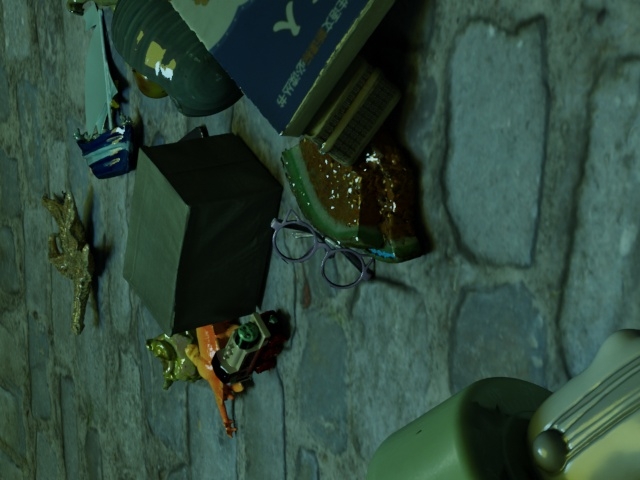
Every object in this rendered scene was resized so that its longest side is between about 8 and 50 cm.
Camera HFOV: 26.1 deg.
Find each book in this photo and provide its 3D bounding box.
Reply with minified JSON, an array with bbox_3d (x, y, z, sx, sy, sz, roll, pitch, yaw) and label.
[{"bbox_3d":[-0.056,-0.352,1.579,0.300,0.039,0.428,-55,49,19],"label":"book"}]

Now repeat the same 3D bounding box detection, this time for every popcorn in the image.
[{"bbox_3d":[-0.222,0.180,2.183,0.097,0.089,0.109,45,136,28],"label":"popcorn"}]

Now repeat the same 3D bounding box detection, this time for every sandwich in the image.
[{"bbox_3d":[0.038,-0.060,1.615,0.235,0.079,0.159,60,147,29],"label":"sandwich"}]

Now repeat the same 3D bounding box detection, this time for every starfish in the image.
[{"bbox_3d":[-0.457,0.012,2.558,0.302,0.060,0.299,131,128,-63],"label":"starfish"}]

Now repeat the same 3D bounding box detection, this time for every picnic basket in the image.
[{"bbox_3d":[0.000,-0.172,1.572,0.164,0.079,0.115,41,98,41],"label":"picnic basket"}]

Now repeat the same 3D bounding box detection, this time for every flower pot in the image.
[{"bbox_3d":[-0.173,-0.264,1.798,0.157,0.189,0.243,-46,41,5],"label":"flower pot"}]

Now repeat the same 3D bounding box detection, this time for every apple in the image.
[{"bbox_3d":[-0.243,-0.254,2.046,0.089,0.074,0.089,38,135,52],"label":"apple"}]

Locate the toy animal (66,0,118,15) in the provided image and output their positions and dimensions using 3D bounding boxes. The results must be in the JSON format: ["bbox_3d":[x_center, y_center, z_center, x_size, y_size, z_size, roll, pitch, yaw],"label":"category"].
[{"bbox_3d":[-0.343,-0.402,2.168,0.101,0.103,0.218,-56,44,23],"label":"toy animal"}]

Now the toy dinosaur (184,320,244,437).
[{"bbox_3d":[-0.153,0.178,2.076,0.117,0.070,0.288,12,117,59],"label":"toy dinosaur"}]

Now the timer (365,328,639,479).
[{"bbox_3d":[0.243,0.202,1.223,0.315,0.291,0.291,-48,57,29],"label":"timer"}]

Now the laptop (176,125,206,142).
[{"bbox_3d":[-0.175,-0.064,2.069,0.135,0.016,0.197,-25,81,60],"label":"laptop"}]

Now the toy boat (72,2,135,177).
[{"bbox_3d":[-0.374,-0.251,2.301,0.220,0.067,0.291,-11,89,62],"label":"toy boat"}]

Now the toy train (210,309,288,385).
[{"bbox_3d":[-0.100,0.150,1.944,0.050,0.087,0.138,59,148,24],"label":"toy train"}]

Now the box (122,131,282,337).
[{"bbox_3d":[-0.171,-0.011,1.925,0.155,0.149,0.231,47,138,39],"label":"box"}]

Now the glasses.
[{"bbox_3d":[0.000,0.000,1.718,0.062,0.140,0.104,-58,10,17],"label":"glasses"}]
